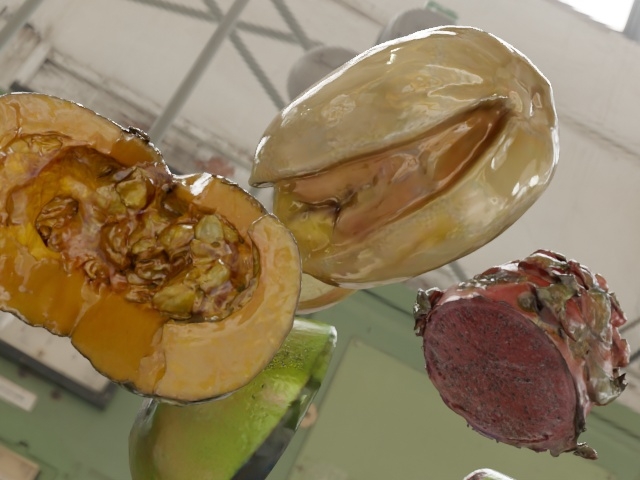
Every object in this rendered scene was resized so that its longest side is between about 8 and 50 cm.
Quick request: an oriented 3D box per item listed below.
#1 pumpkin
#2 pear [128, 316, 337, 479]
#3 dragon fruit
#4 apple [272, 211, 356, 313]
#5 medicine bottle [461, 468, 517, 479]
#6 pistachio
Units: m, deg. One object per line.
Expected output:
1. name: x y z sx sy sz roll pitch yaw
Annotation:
1. pumpkin: -0.099 0.007 0.503 0.183 0.119 0.107 33 -10 0
2. pear: -0.159 0.241 1.410 0.165 0.399 0.399 36 -30 -8
3. dragon fruit: 0.335 0.151 1.518 0.296 0.263 0.314 -7 -67 44
4. apple: 0.000 0.000 1.877 0.252 0.309 0.314 17 -9 -16
5. medicine bottle: 0.329 0.474 1.601 0.139 0.139 0.225 45 -18 -30
6. pistachio: 0.090 -0.083 0.949 0.230 0.308 0.230 60 3 -6
